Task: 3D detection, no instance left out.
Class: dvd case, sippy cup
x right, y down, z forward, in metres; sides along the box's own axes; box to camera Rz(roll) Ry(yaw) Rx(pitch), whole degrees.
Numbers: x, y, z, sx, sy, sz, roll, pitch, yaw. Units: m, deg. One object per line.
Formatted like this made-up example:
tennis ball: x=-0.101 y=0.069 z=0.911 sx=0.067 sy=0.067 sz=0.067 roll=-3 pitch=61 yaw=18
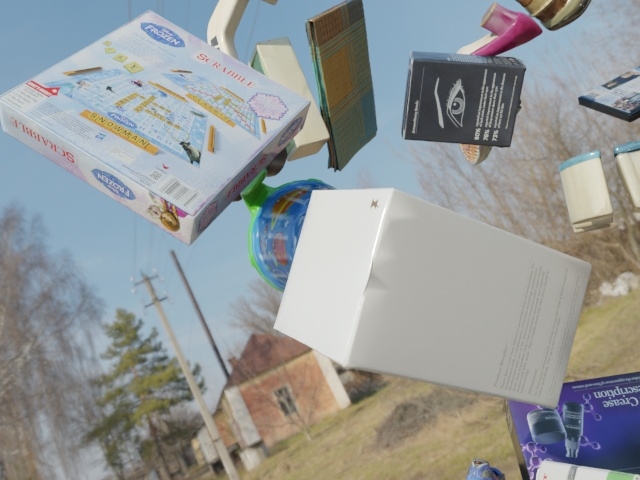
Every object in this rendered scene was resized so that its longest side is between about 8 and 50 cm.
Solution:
dvd case: x=0.726 y=-0.343 z=1.295 sx=0.253 sy=0.022 sz=0.180 roll=-27 pitch=28 yaw=0
sippy cup: x=0.000 y=0.000 z=1.081 sx=0.305 sy=0.240 sz=0.224 roll=4 pitch=1 yaw=-18

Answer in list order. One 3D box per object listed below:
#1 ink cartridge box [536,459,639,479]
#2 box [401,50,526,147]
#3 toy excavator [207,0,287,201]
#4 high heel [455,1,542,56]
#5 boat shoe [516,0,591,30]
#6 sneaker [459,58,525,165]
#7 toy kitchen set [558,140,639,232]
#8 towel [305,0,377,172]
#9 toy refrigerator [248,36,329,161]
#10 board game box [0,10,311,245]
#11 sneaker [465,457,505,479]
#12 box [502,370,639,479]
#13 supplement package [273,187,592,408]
ink cartridge box: x=0.328 y=0.352 z=0.685 sx=0.093 sy=0.160 sz=0.219 roll=18 pitch=-16 yaw=1
box: x=0.263 y=-0.269 z=1.123 sx=0.207 sy=0.153 sz=0.108 roll=6 pitch=27 yaw=5
toy excavator: x=-0.228 y=-0.360 z=1.358 sx=0.433 sy=0.445 sz=0.222 roll=-28 pitch=-17 yaw=38
high heel: x=0.356 y=-0.388 z=1.269 sx=0.244 sy=0.117 sz=0.082 roll=-57 pitch=9 yaw=49
boat shoe: x=0.389 y=-0.499 z=0.939 sx=0.120 sy=0.324 sz=0.122 roll=21 pitch=-11 yaw=-13
sneaker: x=0.383 y=-0.276 z=1.317 sx=0.121 sy=0.108 sz=0.302 roll=-24 pitch=-25 yaw=-6
toy kitchen set: x=0.364 y=-0.092 z=0.631 sx=0.207 sy=0.122 sz=0.166 roll=-12 pitch=-9 yaw=23
towel: x=0.062 y=-0.393 z=1.486 sx=0.040 sy=0.370 sz=0.271 roll=7 pitch=34 yaw=29
toy refrigerator: x=-0.082 y=-0.336 z=1.421 sx=0.094 sy=0.269 sz=0.102 roll=-20 pitch=-6 yaw=-22
board game box: x=-0.227 y=-0.185 z=0.879 sx=0.318 sy=0.319 sz=0.066 roll=-52 pitch=-10 yaw=-39
sneaker: x=0.370 y=0.528 z=1.250 sx=0.083 sy=0.087 sz=0.221 roll=-7 pitch=-40 yaw=33
box: x=0.476 y=0.347 z=1.042 sx=0.261 sy=0.184 sz=0.103 roll=-11 pitch=-37 yaw=6
supplement package: x=0.127 y=0.064 z=0.683 sx=0.293 sy=0.177 sz=0.175 roll=18 pitch=-4 yaw=-27
